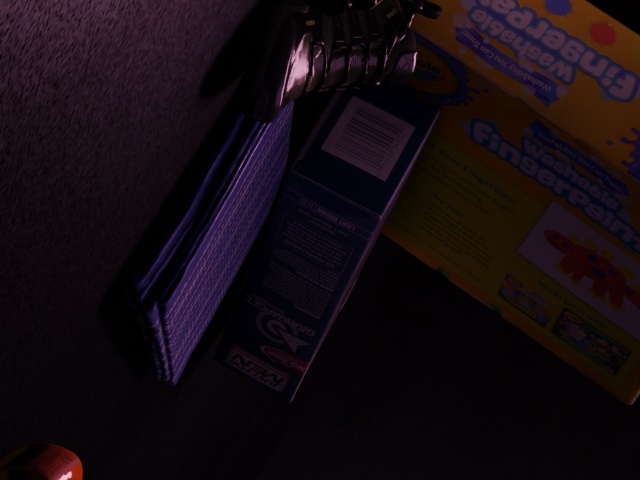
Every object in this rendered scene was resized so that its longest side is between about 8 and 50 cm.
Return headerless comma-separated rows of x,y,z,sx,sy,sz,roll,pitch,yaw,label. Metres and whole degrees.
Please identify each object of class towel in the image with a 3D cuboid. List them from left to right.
-0.094,-0.007,1.534,0.243,0.040,0.336,-61,175,-15,towel

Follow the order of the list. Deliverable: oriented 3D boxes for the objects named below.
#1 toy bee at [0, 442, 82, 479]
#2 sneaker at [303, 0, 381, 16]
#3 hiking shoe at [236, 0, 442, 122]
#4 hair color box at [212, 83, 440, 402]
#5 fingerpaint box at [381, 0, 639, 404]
-0.249,0.288,1.221,0.195,0.162,0.298,36,58,-75,toy bee
0.073,-0.298,1.232,0.300,0.111,0.121,-46,-165,37,sneaker
0.019,-0.158,1.376,0.227,0.114,0.086,-55,170,-43,hiking shoe
0.000,0.000,1.832,0.174,0.105,0.347,-59,176,-40,hair color box
0.239,-0.078,1.860,0.163,0.445,0.371,-50,168,-28,fingerpaint box
